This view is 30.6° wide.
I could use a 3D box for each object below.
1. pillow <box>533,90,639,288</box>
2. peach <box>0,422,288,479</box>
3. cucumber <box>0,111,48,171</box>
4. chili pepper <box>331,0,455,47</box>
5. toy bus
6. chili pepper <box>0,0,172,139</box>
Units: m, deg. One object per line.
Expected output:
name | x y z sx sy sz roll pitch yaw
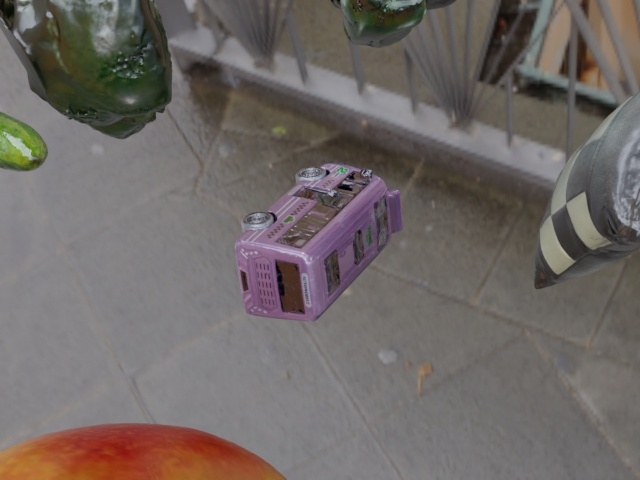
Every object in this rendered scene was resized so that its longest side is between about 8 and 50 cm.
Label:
pillow | 0.277 -0.051 1.076 0.106 0.250 0.186 31 75 0
peach | -0.148 0.289 0.784 0.370 0.370 0.370 -5 57 7
cucumber | -0.338 -0.111 1.146 0.250 0.056 0.056 23 64 38
chili pepper | 0.089 -0.330 1.345 0.173 0.261 0.165 -28 83 -9
toy bus | 0.000 0.000 1.080 0.098 0.087 0.178 8 32 28
chili pepper | -0.190 -0.147 0.926 0.116 0.264 0.148 -21 98 -14
